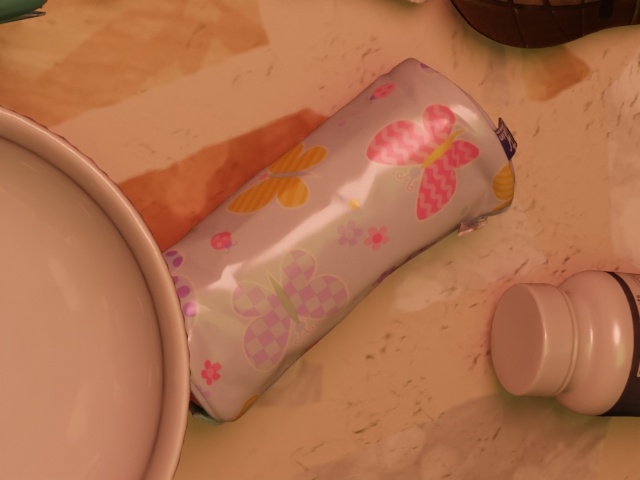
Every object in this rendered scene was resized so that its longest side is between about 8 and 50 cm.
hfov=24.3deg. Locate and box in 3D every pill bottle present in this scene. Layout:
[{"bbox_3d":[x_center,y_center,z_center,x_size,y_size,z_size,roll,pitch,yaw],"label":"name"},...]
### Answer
[{"bbox_3d":[0.222,0.076,1.086,0.180,0.108,0.108,4,103,-21],"label":"pill bottle"}]

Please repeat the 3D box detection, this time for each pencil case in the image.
[{"bbox_3d":[0.000,0.000,0.981,0.273,0.113,0.124,-37,125,-8],"label":"pencil case"}]

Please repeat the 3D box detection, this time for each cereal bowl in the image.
[{"bbox_3d":[-0.247,0.081,0.873,0.338,0.141,0.339,0,91,-8],"label":"cereal bowl"}]

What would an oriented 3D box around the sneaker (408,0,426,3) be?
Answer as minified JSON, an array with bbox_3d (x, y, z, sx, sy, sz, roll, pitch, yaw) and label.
[{"bbox_3d":[0.019,-0.213,0.958,0.152,0.058,0.085,13,105,-27],"label":"sneaker"}]

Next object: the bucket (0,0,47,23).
[{"bbox_3d":[-0.265,-0.216,0.747,0.183,0.281,0.281,-20,110,-11],"label":"bucket"}]

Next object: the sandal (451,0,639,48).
[{"bbox_3d":[0.169,-0.186,1.028,0.219,0.060,0.090,-13,115,-32],"label":"sandal"}]
